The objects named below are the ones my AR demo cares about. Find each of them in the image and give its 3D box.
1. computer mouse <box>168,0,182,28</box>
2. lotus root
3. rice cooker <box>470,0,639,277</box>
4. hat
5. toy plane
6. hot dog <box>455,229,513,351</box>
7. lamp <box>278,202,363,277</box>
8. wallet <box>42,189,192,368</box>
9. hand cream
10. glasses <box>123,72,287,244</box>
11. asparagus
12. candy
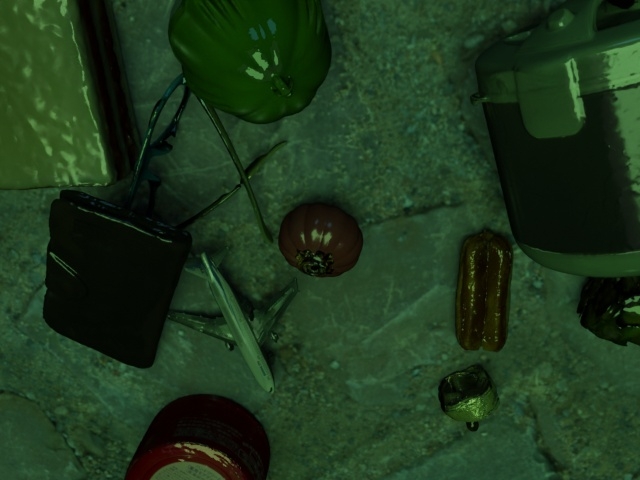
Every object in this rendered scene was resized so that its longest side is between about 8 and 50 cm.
[{"bbox_3d":[-0.089,-0.284,0.882,0.113,0.068,0.229,42,107,-11],"label":"computer mouse"},{"bbox_3d":[-0.058,-0.189,0.807,0.186,0.186,0.186,2,109,4],"label":"lotus root"},{"bbox_3d":[0.316,-0.127,0.797,0.288,0.288,0.277,-14,106,9],"label":"rice cooker"},{"bbox_3d":[0.201,0.212,1.022,0.076,0.077,0.059,-31,104,13],"label":"hat"},{"bbox_3d":[-0.109,0.106,1.015,0.225,0.058,0.226,-14,119,30],"label":"toy plane"},{"bbox_3d":[0.210,0.067,0.989,0.071,0.045,0.165,1,109,6],"label":"hot dog"},{"bbox_3d":[0.000,0.000,0.960,0.107,0.092,0.107,9,144,7],"label":"lamp"},{"bbox_3d":[-0.263,0.059,0.956,0.165,0.042,0.309,22,141,-7],"label":"wallet"},{"bbox_3d":[-0.169,0.325,1.071,0.193,0.125,0.193,1,107,4],"label":"hand cream"},{"bbox_3d":[-0.146,-0.077,0.966,0.206,0.102,0.239,14,111,-29],"label":"glasses"},{"bbox_3d":[0.512,0.114,0.943,0.381,0.128,0.108,19,146,-3],"label":"asparagus"},{"bbox_3d":[-0.332,-0.220,0.893,0.179,0.135,0.321,-6,107,8],"label":"candy"}]
